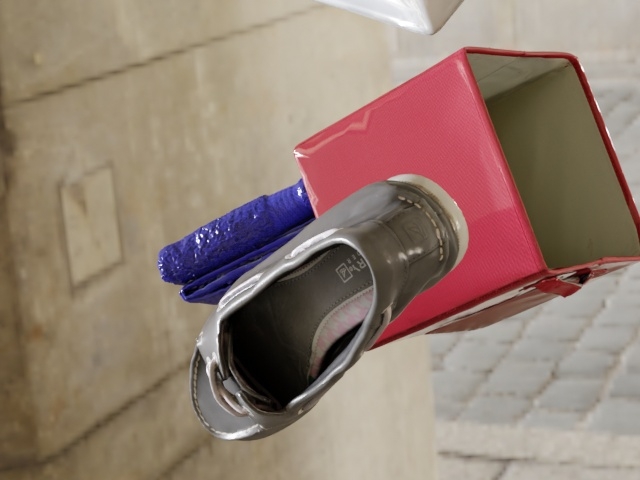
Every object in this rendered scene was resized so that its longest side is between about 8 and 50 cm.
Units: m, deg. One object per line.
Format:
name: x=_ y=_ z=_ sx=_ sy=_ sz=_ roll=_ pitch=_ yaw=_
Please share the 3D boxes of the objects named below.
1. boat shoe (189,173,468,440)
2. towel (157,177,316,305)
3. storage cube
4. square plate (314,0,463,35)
boat shoe: x=-0.025 y=0.065 z=1.088 sx=0.095 sy=0.112 sz=0.335 roll=-32 pitch=-9 yaw=-46
towel: x=0.000 y=0.000 z=1.647 sx=0.308 sy=0.076 sz=0.227 roll=-24 pitch=-22 yaw=23
storage cube: x=0.126 y=-0.035 z=1.245 sx=0.193 sy=0.215 sz=0.183 roll=-28 pitch=-13 yaw=37
square plate: x=0.098 y=-0.384 z=1.547 sx=0.347 sy=0.049 sz=0.344 roll=27 pitch=77 yaw=49
